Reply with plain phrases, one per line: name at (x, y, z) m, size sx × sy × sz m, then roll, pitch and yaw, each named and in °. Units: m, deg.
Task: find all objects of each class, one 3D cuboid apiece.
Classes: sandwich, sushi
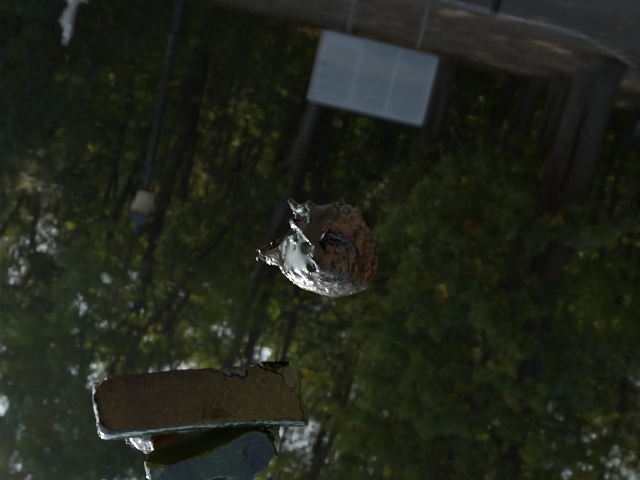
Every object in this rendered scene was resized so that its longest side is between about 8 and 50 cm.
sandwich at (-0.179, 0.239, 1.159) m, size 0.250 × 0.162 × 0.301 m, roll 3°, pitch 168°, yaw -26°
sushi at (0.000, 0.001, 1.418) m, size 0.140 × 0.149 × 0.287 m, roll 34°, pitch 172°, yaw -21°
